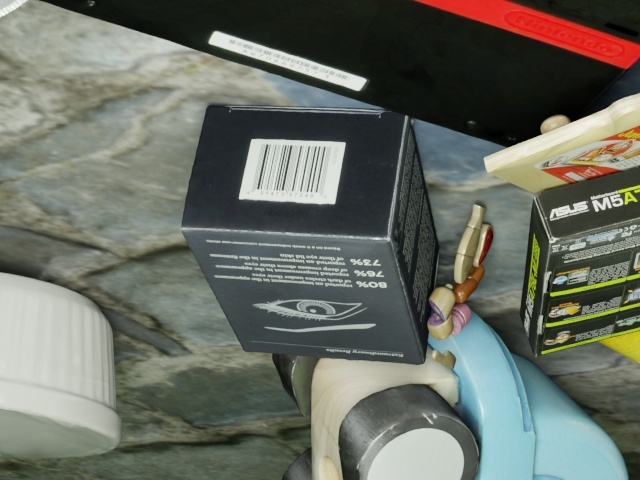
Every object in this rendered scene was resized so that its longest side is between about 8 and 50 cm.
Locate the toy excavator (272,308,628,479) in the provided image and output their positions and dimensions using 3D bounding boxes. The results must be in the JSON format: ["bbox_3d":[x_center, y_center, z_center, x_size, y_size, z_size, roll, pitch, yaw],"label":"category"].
[{"bbox_3d":[0.202,0.252,1.318,0.445,0.222,0.433,-8,114,-16],"label":"toy excavator"}]

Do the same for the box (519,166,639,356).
[{"bbox_3d":[0.239,0.006,1.030,0.190,0.045,0.184,-14,153,-2],"label":"box"}]

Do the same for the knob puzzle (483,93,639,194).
[{"bbox_3d":[0.215,-0.077,0.921,0.213,0.030,0.213,-14,166,-3],"label":"knob puzzle"}]

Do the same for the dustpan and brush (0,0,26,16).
[{"bbox_3d":[-0.258,-0.172,0.894,0.147,0.060,0.211,42,155,-15],"label":"dustpan and brush"}]

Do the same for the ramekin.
[{"bbox_3d":[-0.315,0.116,1.360,0.272,0.127,0.273,3,162,1],"label":"ramekin"}]

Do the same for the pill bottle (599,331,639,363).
[{"bbox_3d":[0.241,0.056,1.165,0.116,0.065,0.065,26,148,-29],"label":"pill bottle"}]

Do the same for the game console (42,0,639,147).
[{"bbox_3d":[0.022,-0.183,0.821,0.386,0.060,0.342,17,157,-10],"label":"game console"}]

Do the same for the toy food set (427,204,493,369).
[{"bbox_3d":[0.106,0.035,1.134,0.019,0.122,0.078,16,173,23],"label":"toy food set"}]

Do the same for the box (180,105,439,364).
[{"bbox_3d":[0.000,0.000,1.097,0.153,0.108,0.207,3,152,12],"label":"box"}]
